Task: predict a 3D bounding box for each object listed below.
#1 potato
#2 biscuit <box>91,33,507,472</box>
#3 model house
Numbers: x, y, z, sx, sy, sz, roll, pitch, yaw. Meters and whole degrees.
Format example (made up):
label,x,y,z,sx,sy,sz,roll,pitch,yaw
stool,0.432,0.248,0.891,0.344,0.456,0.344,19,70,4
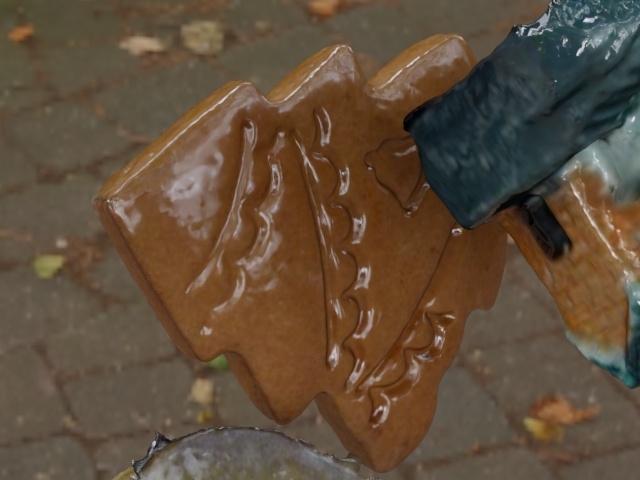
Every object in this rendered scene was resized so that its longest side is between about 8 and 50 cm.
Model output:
label,x,y,z,sx,sy,sz,roll,pitch,yaw
potato,-0.025,0.190,0.962,0.098,0.243,0.138,-24,18,46
biscuit,0.000,0.000,1.006,0.306,0.284,0.043,7,2,-39
model house,0.233,-0.022,0.926,0.253,0.184,0.291,-27,86,-28
